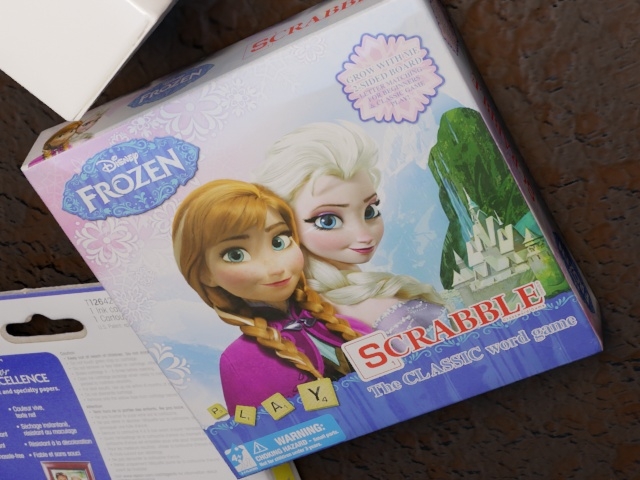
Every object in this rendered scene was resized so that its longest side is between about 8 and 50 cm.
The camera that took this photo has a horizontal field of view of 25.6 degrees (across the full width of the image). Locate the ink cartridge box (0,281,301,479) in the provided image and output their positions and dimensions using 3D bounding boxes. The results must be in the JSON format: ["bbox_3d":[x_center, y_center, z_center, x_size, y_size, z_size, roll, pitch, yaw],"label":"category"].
[{"bbox_3d":[-0.192,0.155,1.259,0.304,0.072,0.307,-6,118,23],"label":"ink cartridge box"}]

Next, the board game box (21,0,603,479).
[{"bbox_3d":[0.000,0.000,1.039,0.319,0.066,0.318,-23,116,19],"label":"board game box"}]

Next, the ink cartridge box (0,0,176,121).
[{"bbox_3d":[-0.150,-0.208,0.863,0.172,0.237,0.100,39,126,-11],"label":"ink cartridge box"}]
